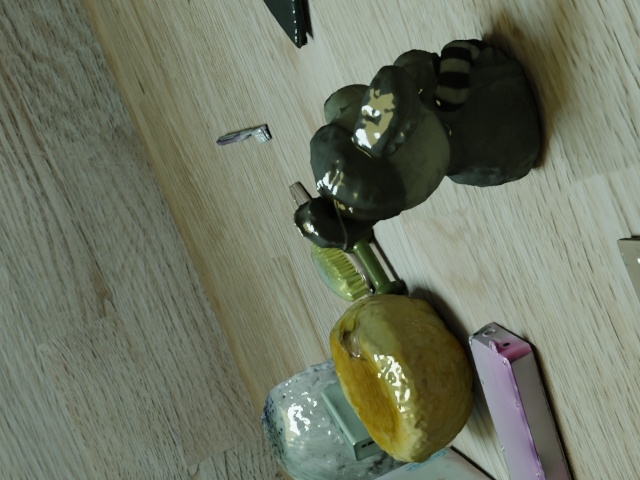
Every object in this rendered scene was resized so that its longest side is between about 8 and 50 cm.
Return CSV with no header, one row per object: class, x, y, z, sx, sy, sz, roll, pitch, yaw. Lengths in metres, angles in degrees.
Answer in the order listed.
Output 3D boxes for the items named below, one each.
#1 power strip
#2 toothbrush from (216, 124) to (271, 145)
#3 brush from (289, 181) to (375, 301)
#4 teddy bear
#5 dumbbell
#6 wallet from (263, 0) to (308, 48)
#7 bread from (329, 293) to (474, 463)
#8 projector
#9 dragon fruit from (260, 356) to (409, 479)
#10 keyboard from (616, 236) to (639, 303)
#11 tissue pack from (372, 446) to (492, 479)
power strip,0.240,0.227,1.372,0.109,0.037,0.279,31,142,67
toothbrush,-0.143,-0.187,2.162,0.029,0.024,0.354,60,166,-10
brush,-0.002,-0.001,1.859,0.313,0.067,0.072,-127,18,-49
teddy bear,0.081,-0.109,1.068,0.144,0.251,0.171,56,148,31
dumbbell,0.074,0.038,1.670,0.118,0.046,0.052,60,159,24
wallet,-0.089,-0.393,1.622,0.285,0.030,0.146,55,165,42
bread,0.113,0.174,1.571,0.244,0.134,0.244,58,160,34
projector,0.090,0.243,1.724,0.115,0.147,0.061,55,162,40
dragon fruit,0.036,0.323,1.926,0.283,0.221,0.204,100,150,-62
keyboard,0.293,0.074,0.983,0.055,0.017,0.166,-176,63,-79
tissue pack,0.114,0.414,1.654,0.201,0.271,0.124,31,141,66
